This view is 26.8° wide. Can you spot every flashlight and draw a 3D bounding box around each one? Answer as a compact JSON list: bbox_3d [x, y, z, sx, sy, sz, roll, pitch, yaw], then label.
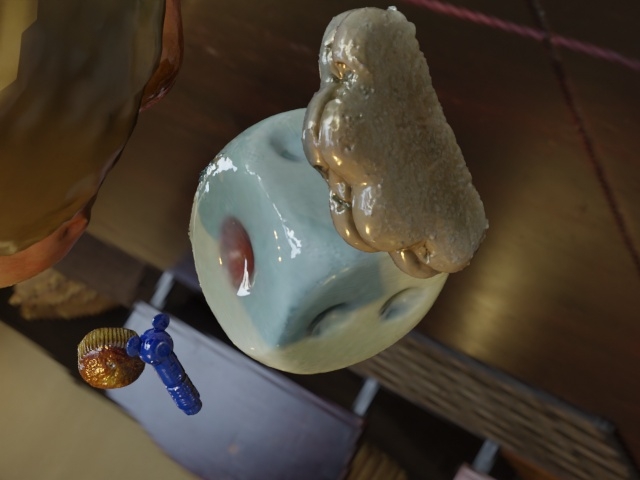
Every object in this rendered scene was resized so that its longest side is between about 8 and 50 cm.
[{"bbox_3d":[-0.157,0.131,1.378,0.035,0.057,0.121,17,143,47],"label":"flashlight"}]

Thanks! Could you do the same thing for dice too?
[{"bbox_3d":[0.000,0.000,1.798,0.268,0.262,0.264,58,143,33],"label":"dice"}]

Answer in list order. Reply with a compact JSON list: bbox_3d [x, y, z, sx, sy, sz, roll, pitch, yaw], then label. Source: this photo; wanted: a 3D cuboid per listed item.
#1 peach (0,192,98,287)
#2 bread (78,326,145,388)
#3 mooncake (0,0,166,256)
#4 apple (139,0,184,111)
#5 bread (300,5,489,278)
[{"bbox_3d":[-0.406,-0.078,1.592,0.292,0.292,0.247,27,-157,22],"label":"peach"},{"bbox_3d":[-0.257,0.148,1.654,0.085,0.085,0.053,44,-160,-41],"label":"bread"},{"bbox_3d":[-0.315,-0.183,0.924,0.394,0.393,0.246,46,-157,16],"label":"mooncake"},{"bbox_3d":[-0.285,-0.281,1.789,0.206,0.251,0.272,7,171,-11],"label":"apple"},{"bbox_3d":[0.075,-0.098,1.561,0.102,0.183,0.337,-5,114,46],"label":"bread"}]
